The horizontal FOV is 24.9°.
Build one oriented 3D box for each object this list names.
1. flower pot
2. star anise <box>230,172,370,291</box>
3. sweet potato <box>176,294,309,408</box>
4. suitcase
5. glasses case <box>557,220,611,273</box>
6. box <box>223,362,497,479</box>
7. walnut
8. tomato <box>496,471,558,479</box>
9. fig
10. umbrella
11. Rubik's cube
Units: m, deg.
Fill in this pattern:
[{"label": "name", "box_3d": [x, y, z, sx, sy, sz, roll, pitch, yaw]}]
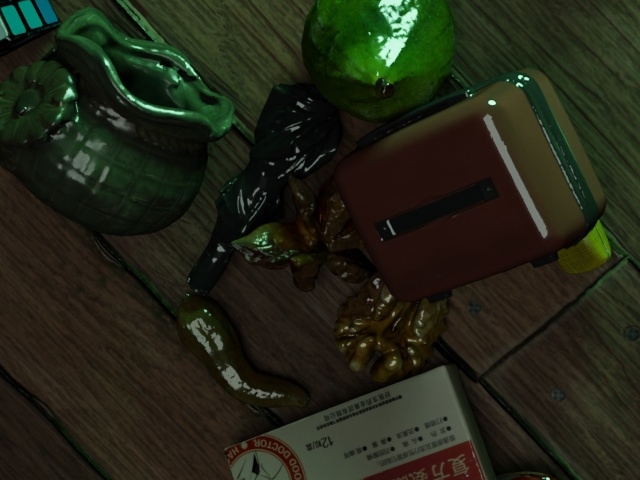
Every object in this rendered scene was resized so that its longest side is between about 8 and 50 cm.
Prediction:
[{"label": "flower pot", "box_3d": [-0.280, -0.155, 1.873, 0.302, 0.302, 0.213, 35, 106, 2]}, {"label": "star anise", "box_3d": [-0.001, 0.001, 1.928, 0.212, 0.196, 0.111, -34, 56, -11]}, {"label": "sweet potato", "box_3d": [-0.121, 0.172, 2.045, 0.233, 0.062, 0.081, 44, 109, -4]}, {"label": "suitcase", "box_3d": [0.183, -0.065, 1.808, 0.297, 0.161, 0.236, -23, 96, 43]}, {"label": "glasses case", "box_3d": [0.298, -0.065, 1.871, 0.079, 0.064, 0.234, -21, 99, 43]}, {"label": "box", "box_3d": [0.058, 0.329, 2.007, 0.353, 0.069, 0.214, -24, 79, 20]}, {"label": "walnut", "box_3d": [0.093, 0.120, 1.972, 0.143, 0.069, 0.170, 27, 112, -2]}, {"label": "tomato", "box_3d": [0.265, 0.396, 1.999, 0.174, 0.082, 0.166, 4, 89, 21]}, {"label": "fig", "box_3d": [0.062, -0.236, 1.796, 0.203, 0.235, 0.203, 4, 110, 12]}, {"label": "umbrella", "box_3d": [-0.084, -0.064, 1.945, 0.118, 0.118, 0.340, 35, 110, 2]}, {"label": "Rubik's cube", "box_3d": [-0.476, -0.317, 1.941, 0.163, 0.162, 0.160, -23, 99, 17]}]
